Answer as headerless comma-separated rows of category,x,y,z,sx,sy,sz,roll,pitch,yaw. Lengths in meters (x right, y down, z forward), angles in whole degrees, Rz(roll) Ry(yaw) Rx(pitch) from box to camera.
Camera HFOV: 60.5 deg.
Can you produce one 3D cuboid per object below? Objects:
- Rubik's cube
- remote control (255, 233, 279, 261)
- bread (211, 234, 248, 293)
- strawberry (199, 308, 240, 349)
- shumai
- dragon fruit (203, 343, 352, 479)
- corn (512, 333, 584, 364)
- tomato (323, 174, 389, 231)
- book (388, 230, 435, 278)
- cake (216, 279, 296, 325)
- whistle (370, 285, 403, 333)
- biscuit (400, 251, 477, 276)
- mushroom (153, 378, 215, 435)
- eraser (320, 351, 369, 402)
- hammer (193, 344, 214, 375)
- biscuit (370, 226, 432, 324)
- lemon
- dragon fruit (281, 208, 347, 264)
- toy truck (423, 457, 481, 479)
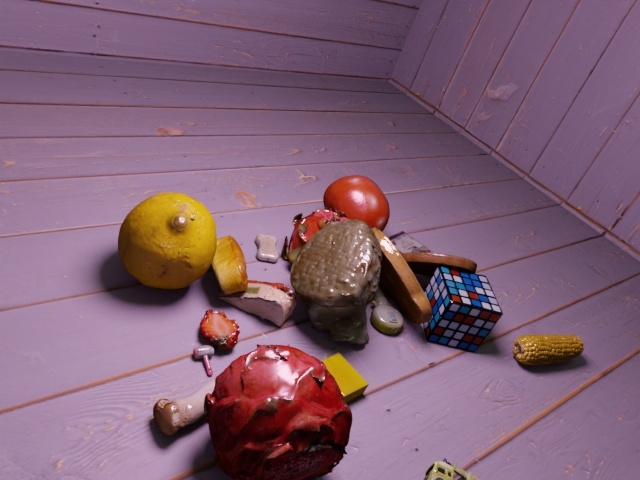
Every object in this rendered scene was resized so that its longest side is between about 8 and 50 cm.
Rubik's cube,0.441,0.219,1.759,0.184,0.187,0.182,12,35,-11
remote control,-0.177,0.025,1.808,0.075,0.032,0.122,11,34,-17
bread,-0.266,0.069,1.589,0.095,0.101,0.245,-17,28,-11
strawberry,-0.266,0.236,1.441,0.104,0.048,0.152,0,25,-20
shumai,0.088,0.128,1.614,0.288,0.292,0.329,50,42,-33
dragon fruit,-0.091,0.369,1.140,0.296,0.295,0.301,-16,61,-44
corn,0.748,0.361,1.819,0.311,0.101,0.101,5,36,-31
tomato,0.130,-0.113,1.990,0.225,0.255,0.255,-32,48,-1
book,0.369,0.048,2.108,0.231,0.026,0.158,38,36,23
cake,-0.178,0.149,1.552,0.221,0.116,0.086,28,39,6
whistle,0.202,0.213,1.740,0.104,0.057,0.198,11,36,-19
biscuit,0.393,0.082,1.873,0.273,0.049,0.257,7,-13,18
mushroom,-0.278,0.363,1.234,0.084,0.071,0.209,5,15,38
eraser,0.051,0.363,1.445,0.097,0.045,0.122,-13,47,-41
hammer,-0.283,0.298,1.359,0.053,0.031,0.083,-4,51,-31
biscuit,0.235,0.114,1.743,0.057,0.287,0.343,-31,83,-12
lemon,-0.404,0.000,1.470,0.258,0.310,0.257,13,60,-23
dragon fruit,-0.003,0.002,1.781,0.224,0.226,0.224,10,31,-6
toy truck,0.322,0.577,1.271,0.169,0.077,0.100,25,35,6
